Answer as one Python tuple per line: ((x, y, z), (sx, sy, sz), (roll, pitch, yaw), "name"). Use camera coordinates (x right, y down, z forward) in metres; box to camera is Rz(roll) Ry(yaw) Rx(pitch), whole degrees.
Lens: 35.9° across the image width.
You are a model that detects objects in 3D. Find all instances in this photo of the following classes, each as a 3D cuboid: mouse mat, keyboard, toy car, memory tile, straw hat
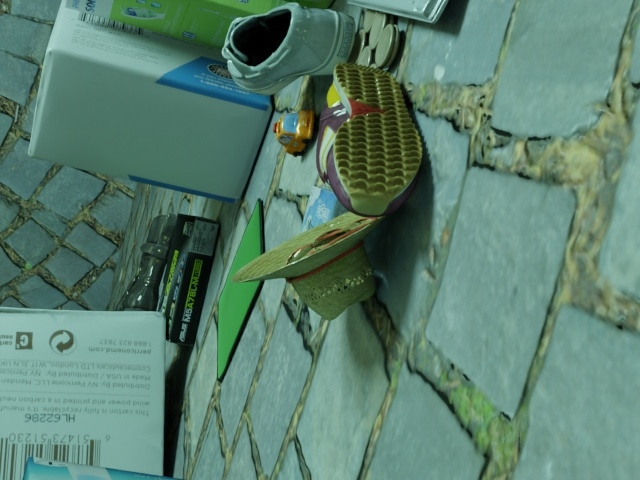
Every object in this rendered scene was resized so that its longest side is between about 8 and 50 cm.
((-0.099, 0.060, 1.201), (0.152, 0.007, 0.189), (-96, 23, -50), "mouse mat")
((0.069, -0.218, 0.802), (0.072, 0.014, 0.256), (-55, 20, 7), "keyboard")
((-0.022, -0.151, 1.036), (0.060, 0.041, 0.122), (172, 110, -73), "toy car")
((0.036, -0.137, 0.874), (0.113, 0.012, 0.148), (-101, 28, -56), "memory tile")
((0.008, 0.025, 0.736), (0.061, 0.144, 0.144), (63, 166, -8), "straw hat")

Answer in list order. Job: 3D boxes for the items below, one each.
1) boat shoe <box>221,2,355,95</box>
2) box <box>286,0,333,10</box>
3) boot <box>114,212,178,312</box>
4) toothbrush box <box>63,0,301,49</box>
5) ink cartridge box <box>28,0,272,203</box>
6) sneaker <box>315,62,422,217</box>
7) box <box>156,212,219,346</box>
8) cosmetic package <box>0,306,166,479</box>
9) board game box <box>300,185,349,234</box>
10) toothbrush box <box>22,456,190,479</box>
((-0.052, -0.197, 0.980), (0.227, 0.081, 0.079), (4, 81, 61), "boat shoe")
((-0.049, -0.335, 0.922), (0.322, 0.232, 0.058), (146, 136, -69), "box")
((-0.325, 0.068, 1.879), (0.263, 0.091, 0.229), (-26, 47, 65), "boot")
((-0.162, -0.373, 1.253), (0.122, 0.283, 0.206), (143, 137, -66), "toothbrush box")
((-0.236, -0.246, 1.406), (0.395, 0.285, 0.166), (-100, 27, -55), "ink cartridge box")
((0.032, -0.058, 0.741), (0.185, 0.070, 0.084), (-88, 9, -53), "sneaker")
((-0.209, 0.055, 1.518), (0.184, 0.045, 0.190), (-167, 89, -71), "box")
((-0.431, 0.309, 1.500), (0.393, 0.329, 0.327), (134, 137, -60), "cosmetic package")
((0.000, 0.000, 0.875), (0.090, 0.020, 0.090), (-152, 76, -74), "board game box")
((-0.135, 0.262, 0.776), (0.295, 0.216, 0.126), (165, 116, -73), "toothbrush box")
